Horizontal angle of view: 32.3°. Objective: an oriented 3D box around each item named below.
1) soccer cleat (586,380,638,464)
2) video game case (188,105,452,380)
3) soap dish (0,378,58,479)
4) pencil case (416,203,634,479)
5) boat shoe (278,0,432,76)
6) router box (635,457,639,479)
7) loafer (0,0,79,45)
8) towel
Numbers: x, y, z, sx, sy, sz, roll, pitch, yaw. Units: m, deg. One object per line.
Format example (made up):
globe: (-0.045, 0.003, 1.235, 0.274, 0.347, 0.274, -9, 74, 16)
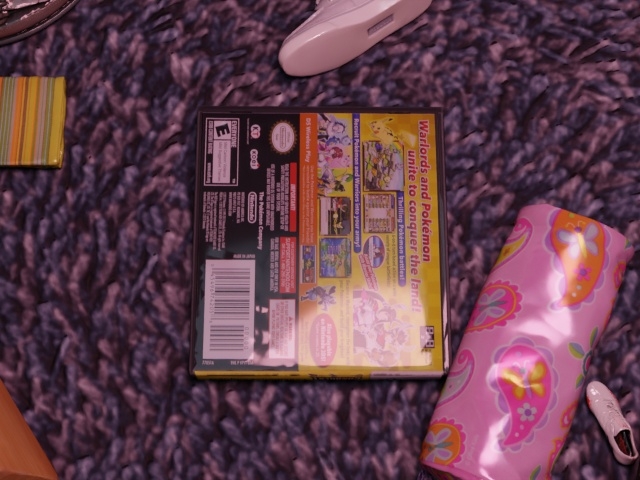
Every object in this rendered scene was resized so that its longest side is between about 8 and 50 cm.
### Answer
soccer cleat: (0.276, 0.170, 1.037, 0.029, 0.035, 0.083, -19, 76, -6)
video game case: (0.000, 0.000, 1.082, 0.248, 0.035, 0.275, 0, 74, -1)
soap dish: (-0.418, 0.196, 0.978, 0.291, 0.118, 0.229, -33, 78, -8)
pencil case: (0.189, 0.110, 1.015, 0.124, 0.124, 0.284, 21, 76, 5)
boat shoe: (0.028, -0.234, 1.135, 0.184, 0.066, 0.063, -34, 64, -7)
router box: (0.426, 0.236, 0.941, 0.309, 0.081, 0.243, 26, 56, -1)
loafer: (-0.361, -0.246, 1.118, 0.267, 0.084, 0.096, -23, 76, -7)
towel: (-0.377, -0.119, 1.119, 0.237, 0.021, 0.102, 0, 69, 0)
